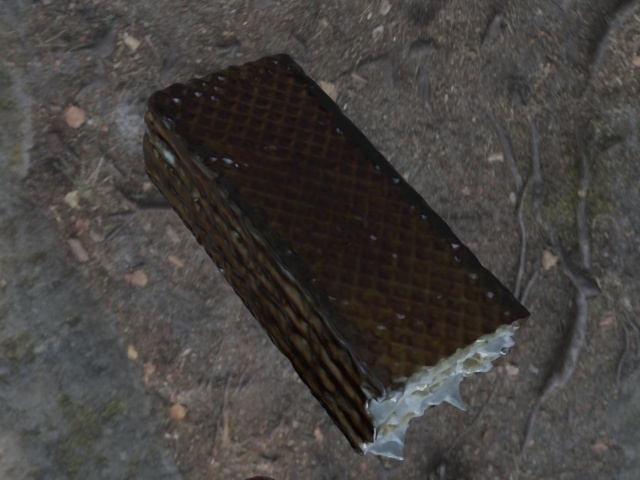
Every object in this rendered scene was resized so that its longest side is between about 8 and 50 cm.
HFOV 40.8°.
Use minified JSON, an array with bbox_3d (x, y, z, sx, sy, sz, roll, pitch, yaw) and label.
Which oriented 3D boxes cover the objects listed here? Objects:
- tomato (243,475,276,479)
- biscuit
[{"bbox_3d":[-0.045,0.244,0.722,0.087,0.087,0.075,44,83,-11],"label":"tomato"},{"bbox_3d":[0.000,0.000,0.497,0.252,0.106,0.070,51,147,24],"label":"biscuit"}]
